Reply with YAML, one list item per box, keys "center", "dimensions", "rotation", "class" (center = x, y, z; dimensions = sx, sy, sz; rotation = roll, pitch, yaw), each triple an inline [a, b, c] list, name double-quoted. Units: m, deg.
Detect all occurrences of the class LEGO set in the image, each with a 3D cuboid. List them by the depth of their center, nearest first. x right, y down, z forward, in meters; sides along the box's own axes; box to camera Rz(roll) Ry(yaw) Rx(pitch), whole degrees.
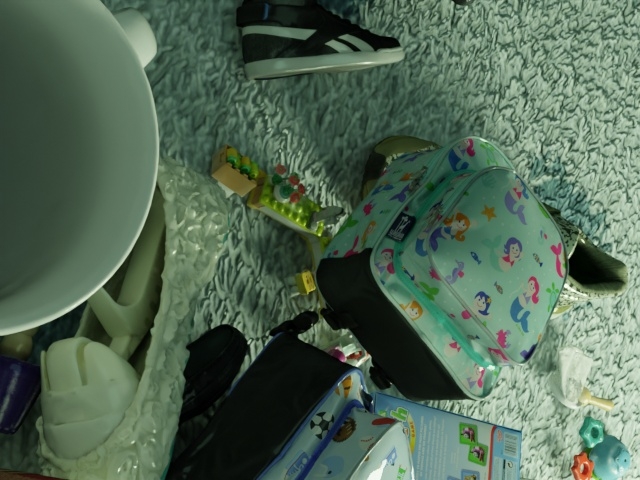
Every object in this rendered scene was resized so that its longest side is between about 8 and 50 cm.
- center: [0.000, 0.000, 1.252]
  dimensions: [0.132, 0.107, 0.287]
  rotation: [-37, 106, -38]
  class: "LEGO set"

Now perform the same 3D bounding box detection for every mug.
- center: [-0.294, -0.090, 0.908]
  dimensions: [0.374, 0.328, 0.276]
  rotation: [-39, 110, -32]
  class: "mug"

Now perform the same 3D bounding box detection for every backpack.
- center: [-0.024, 0.261, 1.147]
  dimensions: [0.276, 0.213, 0.263]
  rotation: [-45, 149, -23]
  class: "backpack"
- center: [0.143, 0.016, 1.185]
  dimensions: [0.225, 0.191, 0.253]
  rotation: [50, 49, -21]
  class: "backpack"

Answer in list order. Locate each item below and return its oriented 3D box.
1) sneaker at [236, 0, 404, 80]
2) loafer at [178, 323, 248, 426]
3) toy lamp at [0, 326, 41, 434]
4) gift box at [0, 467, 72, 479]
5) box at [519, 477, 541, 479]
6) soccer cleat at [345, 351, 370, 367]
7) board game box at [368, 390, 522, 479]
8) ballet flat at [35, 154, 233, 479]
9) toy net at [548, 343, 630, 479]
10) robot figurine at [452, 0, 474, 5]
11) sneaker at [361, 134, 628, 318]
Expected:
- center: [0.004, -0.255, 1.296]
  dimensions: [0.217, 0.079, 0.121]
  rotation: [-12, 96, -35]
  class: "sneaker"
- center: [-0.165, 0.154, 1.146]
  dimensions: [0.223, 0.076, 0.078]
  rotation: [-41, 119, -27]
  class: "loafer"
- center: [-0.275, 0.046, 1.072]
  dimensions: [0.080, 0.080, 0.275]
  rotation: [24, 71, -33]
  class: "toy lamp"
- center: [-0.361, 0.309, 0.887]
  dimensions: [0.276, 0.255, 0.258]
  rotation: [11, 79, -42]
  class: "gift box"
- center: [0.256, 0.505, 1.456]
  dimensions: [0.232, 0.058, 0.322]
  rotation: [50, 62, -24]
  class: "box"
- center: [0.025, 0.152, 1.321]
  dimensions: [0.083, 0.029, 0.036]
  rotation: [-20, 107, -32]
  class: "soccer cleat"
- center: [0.141, 0.284, 1.344]
  dimensions: [0.211, 0.039, 0.160]
  rotation: [18, 64, -21]
  class: "board game box"
- center: [-0.197, 0.089, 1.059]
  dimensions: [0.147, 0.147, 0.409]
  rotation: [33, 53, -31]
  class: "ballet flat"
- center: [0.359, 0.253, 1.556]
  dimensions: [0.122, 0.045, 0.232]
  rotation: [-36, 107, -31]
  class: "toy net"
- center: [0.126, -0.418, 1.338]
  dimensions: [0.209, 0.173, 0.278]
  rotation: [-50, 116, -30]
  class: "robot figurine"
- center: [0.231, -0.022, 1.388]
  dimensions: [0.410, 0.182, 0.158]
  rotation: [25, 73, -33]
  class: "sneaker"
